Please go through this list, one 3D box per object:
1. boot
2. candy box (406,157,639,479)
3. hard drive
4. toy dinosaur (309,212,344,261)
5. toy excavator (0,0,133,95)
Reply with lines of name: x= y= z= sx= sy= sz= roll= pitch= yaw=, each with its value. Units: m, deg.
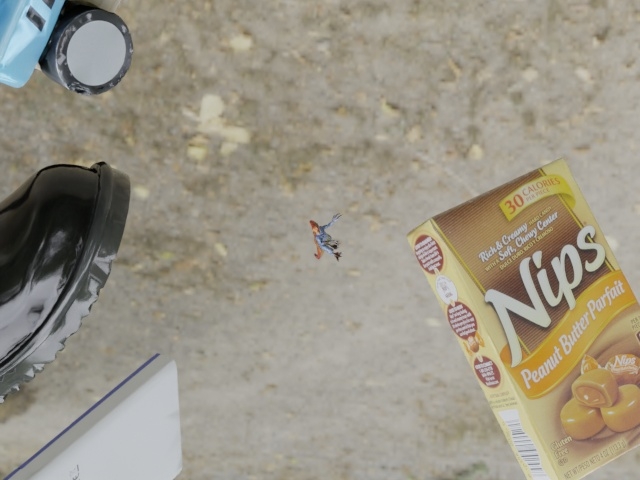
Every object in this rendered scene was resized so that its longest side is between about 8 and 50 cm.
boot: x=-0.333 y=0.026 z=0.815 sx=0.260 sy=0.131 sz=0.348 roll=32 pitch=116 yaw=-34
candy box: x=0.250 y=0.090 z=1.197 sx=0.182 sy=0.317 sz=0.087 roll=-24 pitch=175 yaw=-19
hard drive: x=-0.300 y=0.321 z=1.485 sx=0.040 sy=0.318 sz=0.210 roll=15 pitch=122 yaw=25
toy dinosaur: x=0.000 y=0.000 z=1.582 sx=0.090 sy=0.047 sz=0.082 roll=-30 pitch=132 yaw=30
toy excavator: x=-0.441 y=-0.295 z=1.228 sx=0.445 sy=0.433 sz=0.222 roll=20 pitch=-171 yaw=-46
